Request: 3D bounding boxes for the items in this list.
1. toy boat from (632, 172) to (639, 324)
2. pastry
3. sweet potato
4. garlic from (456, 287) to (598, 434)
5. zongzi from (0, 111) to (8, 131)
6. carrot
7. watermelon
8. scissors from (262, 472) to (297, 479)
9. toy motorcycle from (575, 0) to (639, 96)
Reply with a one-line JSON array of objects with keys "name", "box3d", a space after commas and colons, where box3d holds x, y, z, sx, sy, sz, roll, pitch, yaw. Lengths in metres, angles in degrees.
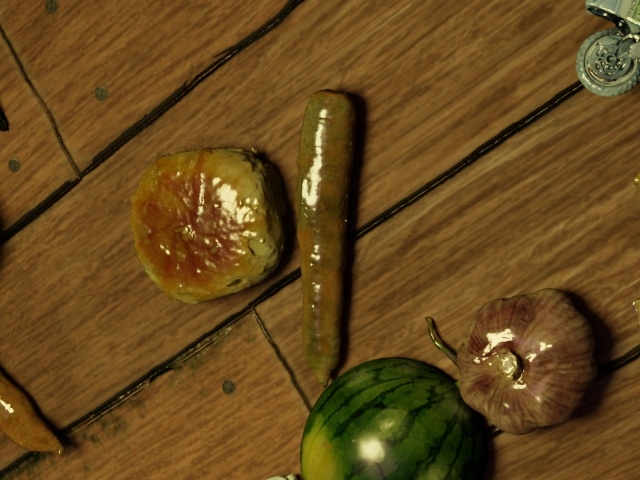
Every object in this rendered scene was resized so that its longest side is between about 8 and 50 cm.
[{"name": "toy boat", "box3d": [0.377, 0.081, 1.122, 0.121, 0.089, 0.321, -21, 86, 36]}, {"name": "pastry", "box3d": [-0.134, -0.017, 1.337, 0.192, 0.093, 0.182, -7, 95, 24]}, {"name": "sweet potato", "box3d": [-0.429, 0.204, 1.506, 0.281, 0.059, 0.067, 37, 121, 18]}, {"name": "garlic", "box3d": [0.213, 0.129, 1.190, 0.159, 0.102, 0.147, -45, 80, 20]}, {"name": "zongzi", "box3d": [-0.576, -0.274, 1.478, 0.319, 0.362, 0.383, -50, 37, 21]}, {"name": "carrot", "box3d": [0.001, 0.000, 1.295, 0.070, 0.070, 0.342, 6, 100, 23]}, {"name": "watermelon", "box3d": [0.074, 0.231, 1.250, 0.232, 0.127, 0.204, -37, 76, 17]}, {"name": "scissors", "box3d": [-0.124, 0.340, 1.398, 0.242, 0.030, 0.118, -34, 81, 27]}, {"name": "toy motorcycle", "box3d": [0.325, -0.265, 1.114, 0.135, 0.092, 0.255, 4, 87, 15]}]
